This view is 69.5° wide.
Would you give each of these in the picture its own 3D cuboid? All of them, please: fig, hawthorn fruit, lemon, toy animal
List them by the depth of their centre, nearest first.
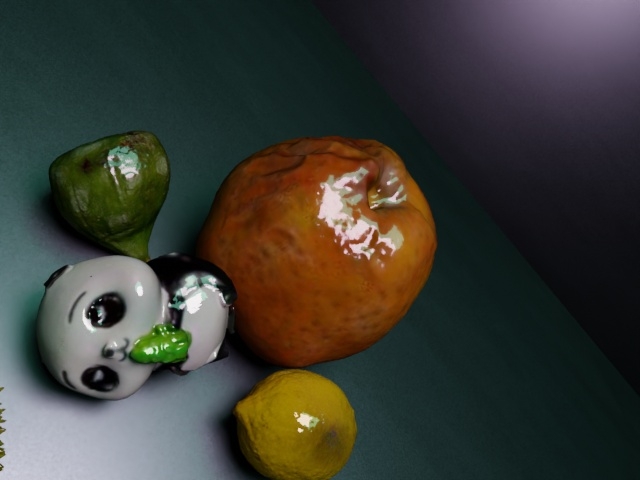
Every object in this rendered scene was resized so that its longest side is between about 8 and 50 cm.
[{"bbox_3d":[-0.268,0.122,0.694,0.266,0.212,0.213,-9,68,-52],"label":"toy animal"},{"bbox_3d":[-0.340,-0.055,0.797,0.203,0.203,0.236,-33,108,-53],"label":"fig"},{"bbox_3d":[-0.038,0.323,0.803,0.256,0.188,0.189,27,44,-33],"label":"lemon"},{"bbox_3d":[0.000,0.000,0.906,0.471,0.471,0.472,28,43,-30],"label":"hawthorn fruit"}]

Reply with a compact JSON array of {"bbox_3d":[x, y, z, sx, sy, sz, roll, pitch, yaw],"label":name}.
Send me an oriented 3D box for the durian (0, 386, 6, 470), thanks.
[{"bbox_3d":[-0.429,0.198,0.427,0.225,0.290,0.292,70,0,-70],"label":"durian"}]
